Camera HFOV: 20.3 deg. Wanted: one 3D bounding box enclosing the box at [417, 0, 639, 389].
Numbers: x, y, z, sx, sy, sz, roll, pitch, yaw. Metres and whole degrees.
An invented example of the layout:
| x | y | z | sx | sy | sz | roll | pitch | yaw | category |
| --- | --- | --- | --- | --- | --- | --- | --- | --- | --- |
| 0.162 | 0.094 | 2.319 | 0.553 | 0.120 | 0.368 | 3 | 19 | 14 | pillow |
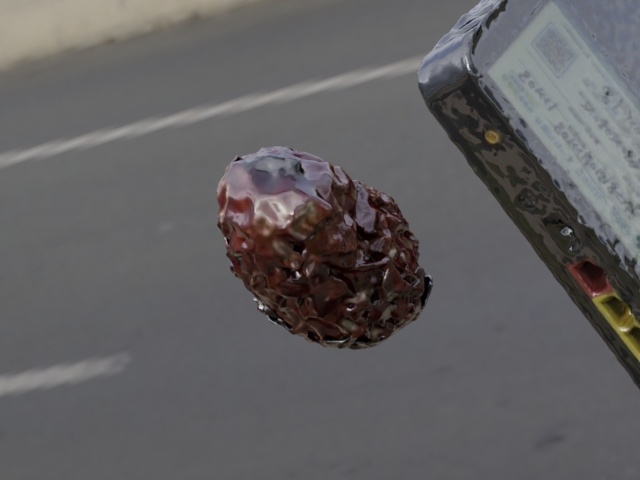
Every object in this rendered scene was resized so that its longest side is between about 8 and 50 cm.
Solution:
| x | y | z | sx | sy | sz | roll | pitch | yaw | category |
| --- | --- | --- | --- | --- | --- | --- | --- | --- | --- |
| 0.221 | -0.025 | 1.129 | 0.058 | 0.350 | 0.211 | -27 | 14 | 49 | box |

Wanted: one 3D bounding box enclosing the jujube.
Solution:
| x | y | z | sx | sy | sz | roll | pitch | yaw | category |
| --- | --- | --- | --- | --- | --- | --- | --- | --- | --- |
| -0.004 | 0.000 | 0.976 | 0.104 | 0.166 | 0.104 | -15 | 56 | 24 | jujube |
